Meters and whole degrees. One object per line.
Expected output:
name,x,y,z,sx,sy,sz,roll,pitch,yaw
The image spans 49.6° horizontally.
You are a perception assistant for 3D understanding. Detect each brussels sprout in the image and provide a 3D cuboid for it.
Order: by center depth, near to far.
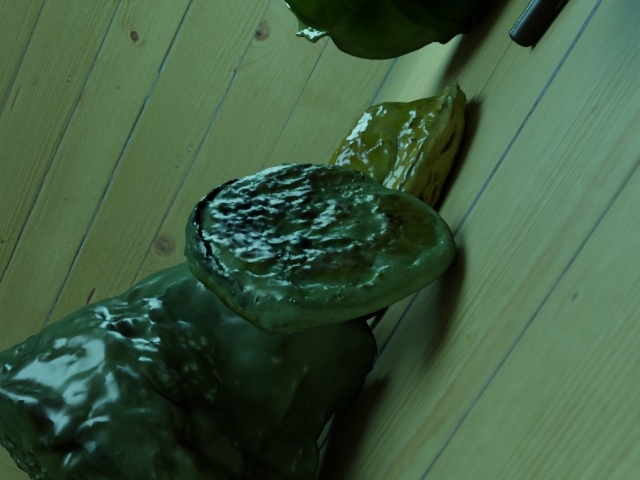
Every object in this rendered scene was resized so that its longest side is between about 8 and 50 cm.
brussels sprout,0.131,-0.466,1.117,0.426,0.342,0.361,-20,31,2

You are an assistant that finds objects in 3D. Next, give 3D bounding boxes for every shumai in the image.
shumai,-0.111,0.157,0.675,0.323,0.324,0.397,-45,16,-29

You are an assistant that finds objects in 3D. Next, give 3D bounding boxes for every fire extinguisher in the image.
fire extinguisher,0.249,-0.271,0.684,0.049,0.035,0.173,-15,-30,-40

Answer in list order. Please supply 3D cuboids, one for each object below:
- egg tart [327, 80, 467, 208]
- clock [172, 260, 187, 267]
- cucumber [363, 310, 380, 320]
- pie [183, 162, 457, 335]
egg tart,0.072,-0.085,0.899,0.318,0.128,0.319,-59,4,7
clock,-0.146,0.166,0.919,0.066,0.319,0.318,33,97,42
cucumber,0.066,0.050,0.762,0.155,0.037,0.037,-57,7,32
pie,0.000,0.000,0.606,0.240,0.241,0.054,-70,-13,-56
